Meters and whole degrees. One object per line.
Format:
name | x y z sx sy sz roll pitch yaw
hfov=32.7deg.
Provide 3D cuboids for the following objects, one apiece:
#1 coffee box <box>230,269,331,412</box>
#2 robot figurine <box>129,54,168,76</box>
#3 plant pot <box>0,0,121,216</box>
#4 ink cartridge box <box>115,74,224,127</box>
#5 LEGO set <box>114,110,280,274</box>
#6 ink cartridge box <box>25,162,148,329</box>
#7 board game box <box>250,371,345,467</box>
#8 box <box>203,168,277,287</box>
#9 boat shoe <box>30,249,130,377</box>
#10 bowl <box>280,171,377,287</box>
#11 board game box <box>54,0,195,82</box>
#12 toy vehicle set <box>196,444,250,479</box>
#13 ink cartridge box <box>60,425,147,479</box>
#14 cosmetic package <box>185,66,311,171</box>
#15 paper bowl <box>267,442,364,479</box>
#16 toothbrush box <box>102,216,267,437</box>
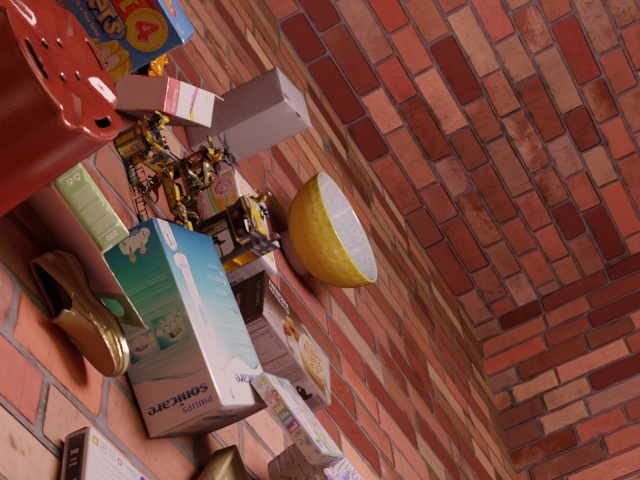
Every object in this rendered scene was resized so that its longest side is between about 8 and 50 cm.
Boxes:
coffee box | -0.082 0.198 2.018 0.246 0.098 0.141 56 15 -28
robot figurine | -0.372 -0.396 1.987 0.291 0.085 0.211 43 56 -57
plant pot | -0.383 -0.140 1.190 0.272 0.265 0.272 56 15 -24
ink cartridge box | -0.274 -0.250 1.999 0.198 0.115 0.067 10 87 -63
LEGO set | -0.202 -0.088 1.906 0.255 0.192 0.331 45 23 -53
ink cartridge box | -0.306 0.006 1.461 0.235 0.056 0.171 58 -25 -17
board game box | -0.033 0.267 1.623 0.154 0.026 0.103 51 6 24
box | -0.168 -0.018 2.091 0.114 0.103 0.203 49 20 -46
boat shoe | -0.321 0.101 1.420 0.190 0.068 0.072 54 25 11
bowl | 0.000 0.000 2.560 0.289 0.156 0.289 56 16 -25
board game box | -0.381 -0.336 1.480 0.308 0.302 0.086 59 15 -17
toy vehicle set | -0.128 0.403 1.512 0.267 0.035 0.166 -50 120 -81
ink cartridge box | -0.233 0.357 1.285 0.206 0.045 0.208 55 14 -34
cosmetic package | -0.153 -0.251 2.285 0.127 0.238 0.107 44 24 -55
paper bowl | 0.016 0.455 1.723 0.284 0.148 0.284 52 1 -1
toothbrush box | -0.205 0.134 1.629 0.295 0.126 0.216 66 13 13
